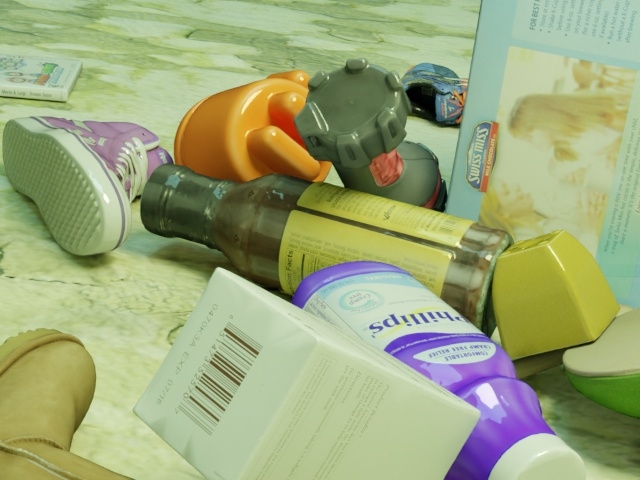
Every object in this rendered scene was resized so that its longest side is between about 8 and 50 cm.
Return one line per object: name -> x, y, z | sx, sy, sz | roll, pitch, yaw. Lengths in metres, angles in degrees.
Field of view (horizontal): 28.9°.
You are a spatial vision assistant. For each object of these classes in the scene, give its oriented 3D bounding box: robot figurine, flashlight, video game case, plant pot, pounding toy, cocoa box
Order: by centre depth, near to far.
pounding toy -> 0.273, 0.116, 0.967 | 0.183, 0.110, 0.237 | -24, 6, -33
plant pot -> 0.186, 0.039, 1.015 | 0.081, 0.083, 0.081 | -17, 6, 31
flashlight -> 0.059, -0.082, 1.159 | 0.103, 0.103, 0.304 | 16, -12, 13
cocoa box -> 0.268, -0.136, 1.214 | 0.231, 0.347, 0.228 | 14, 24, 15
robot figurine -> -0.072, -0.095, 1.266 | 0.128, 0.158, 0.219 | -5, 1, -31
video game case -> -0.399, -0.220, 1.657 | 0.143, 0.019, 0.157 | 4, 23, -5

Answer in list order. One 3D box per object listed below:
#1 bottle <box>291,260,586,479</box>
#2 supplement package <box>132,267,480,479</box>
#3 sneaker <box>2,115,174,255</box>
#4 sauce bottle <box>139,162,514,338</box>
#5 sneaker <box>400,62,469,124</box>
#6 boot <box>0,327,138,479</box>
bottle -> 0.081, 0.107, 0.906 | 0.118, 0.092, 0.283 | -6, 25, -26
supplement package -> -0.005, 0.107, 0.769 | 0.105, 0.105, 0.179 | 30, 0, 43
sneaker -> -0.206, -0.069, 1.246 | 0.161, 0.102, 0.282 | -2, 24, -28
sauce bottle -> 0.000, 0.000, 1.118 | 0.344, 0.111, 0.111 | 17, 25, 22
sneaker -> 0.193, -0.183, 1.680 | 0.221, 0.083, 0.087 | 11, 30, 33
boot -> -0.113, 0.161, 0.747 | 0.269, 0.089, 0.236 | 17, 28, 18
